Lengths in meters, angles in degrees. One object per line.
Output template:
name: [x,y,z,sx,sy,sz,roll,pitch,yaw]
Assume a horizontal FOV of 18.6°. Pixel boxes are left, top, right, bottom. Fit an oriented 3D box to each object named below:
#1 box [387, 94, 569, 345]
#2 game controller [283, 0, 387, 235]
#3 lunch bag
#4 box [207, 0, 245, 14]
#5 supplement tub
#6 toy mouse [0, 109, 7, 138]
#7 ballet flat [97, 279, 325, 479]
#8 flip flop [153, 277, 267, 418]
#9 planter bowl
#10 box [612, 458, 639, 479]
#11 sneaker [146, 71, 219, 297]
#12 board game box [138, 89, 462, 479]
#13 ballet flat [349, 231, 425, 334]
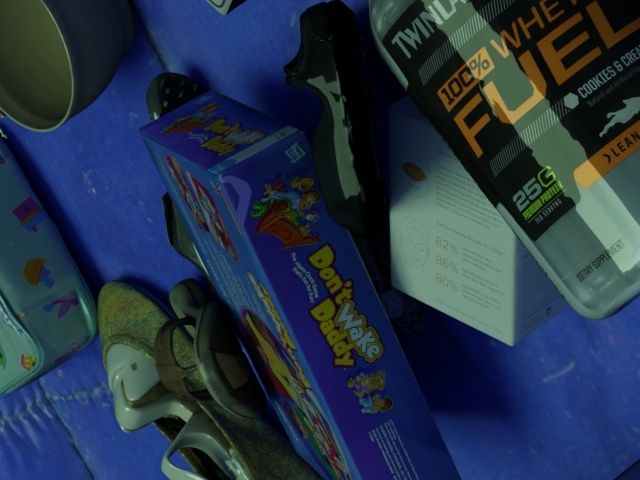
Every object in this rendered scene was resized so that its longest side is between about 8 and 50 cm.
box: [0.130,-0.028,1.520,0.130,0.091,0.170,27,133,36]
game controller: [0.023,-0.093,1.467,0.319,0.067,0.166,-58,-50,-84]
lunch bag: [-0.363,0.023,2.095,0.279,0.108,0.224,59,148,3]
box: [-0.066,-0.334,1.511,0.169,0.087,0.290,44,143,10]
supplement tub: [0.165,-0.120,1.337,0.316,0.193,0.193,53,142,8]
toy mouse: [-0.332,-0.184,1.984,0.143,0.031,0.161,-11,105,51]
ballet flat: [-0.133,0.177,1.934,0.348,0.123,0.123,44,140,19]
flip flop: [-0.115,0.104,1.797,0.112,0.080,0.277,65,174,-17]
planter bowl: [-0.242,-0.196,1.812,0.162,0.109,0.162,28,134,34]
box: [0.247,0.359,1.481,0.296,0.294,0.182,47,141,14]
sneaker: [-0.112,-0.039,1.796,0.106,0.078,0.234,-17,103,49]
board game box: [-0.018,0.056,1.644,0.347,0.078,0.233,65,167,-21]
ballet flat: [0.051,0.036,1.693,0.041,0.041,0.114,-20,98,52]
